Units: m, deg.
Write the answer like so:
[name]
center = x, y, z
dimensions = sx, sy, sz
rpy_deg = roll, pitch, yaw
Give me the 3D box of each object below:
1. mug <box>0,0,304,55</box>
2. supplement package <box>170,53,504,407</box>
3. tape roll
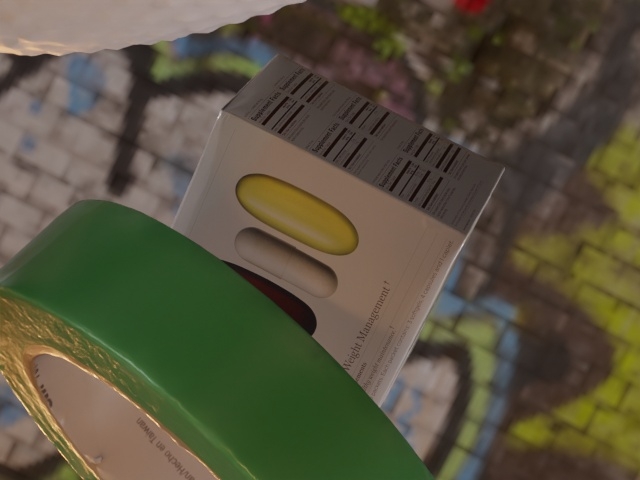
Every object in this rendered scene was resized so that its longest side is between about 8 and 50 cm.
[mug]
center = -0.106, -0.283, 1.060
dimensions = 0.276, 0.328, 0.374
rpy_deg = 57, -164, -54
[supplement package]
center = 0.000, 0.000, 1.450
dimensions = 0.203, 0.194, 0.149
rpy_deg = 27, -153, 5
[tape roll]
center = -0.057, 0.121, 1.055
dimensions = 0.321, 0.077, 0.321
rpy_deg = 39, 159, 18
